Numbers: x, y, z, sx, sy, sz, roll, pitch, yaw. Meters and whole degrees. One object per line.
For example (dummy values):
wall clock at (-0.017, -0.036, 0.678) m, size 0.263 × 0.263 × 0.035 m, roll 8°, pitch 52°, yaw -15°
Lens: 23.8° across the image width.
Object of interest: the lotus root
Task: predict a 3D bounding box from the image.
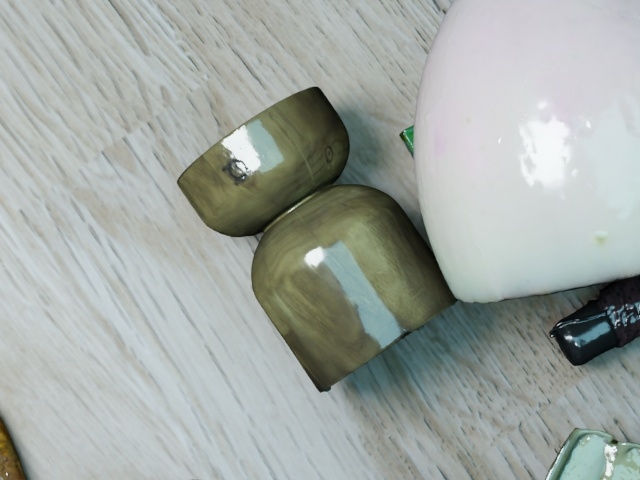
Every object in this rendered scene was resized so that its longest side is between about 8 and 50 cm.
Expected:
lotus root at (0.332, 0.283, 1.552) m, size 0.235 × 0.138 × 0.119 m, roll 23°, pitch 79°, yaw 1°

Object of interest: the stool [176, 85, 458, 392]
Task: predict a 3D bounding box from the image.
stool at (0.000, 0.000, 1.544) m, size 0.179 × 0.179 × 0.264 m, roll -35°, pitch 87°, yaw -5°

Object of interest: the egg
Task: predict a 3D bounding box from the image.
egg at (0.250, -0.139, 1.455) m, size 0.355 × 0.354 × 0.339 m, roll -15°, pitch 93°, yaw -4°

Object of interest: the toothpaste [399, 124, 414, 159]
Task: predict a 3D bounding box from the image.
toothpaste at (0.172, -0.143, 1.636) m, size 0.178 × 0.037 × 0.043 m, roll -30°, pitch 90°, yaw -5°

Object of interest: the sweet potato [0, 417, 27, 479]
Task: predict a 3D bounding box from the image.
sweet potato at (-0.333, 0.245, 1.560) m, size 0.072 × 0.066 × 0.314 m, roll -21°, pitch 85°, yaw 28°

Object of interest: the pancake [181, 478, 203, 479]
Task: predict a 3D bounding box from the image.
pancake at (-0.149, 0.343, 1.583) m, size 0.184 × 0.020 × 0.190 m, roll 19°, pitch 84°, yaw -1°

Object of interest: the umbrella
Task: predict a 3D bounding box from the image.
umbrella at (0.390, 0.034, 1.601) m, size 0.326 × 0.094 × 0.090 m, roll -29°, pitch 72°, yaw -5°
